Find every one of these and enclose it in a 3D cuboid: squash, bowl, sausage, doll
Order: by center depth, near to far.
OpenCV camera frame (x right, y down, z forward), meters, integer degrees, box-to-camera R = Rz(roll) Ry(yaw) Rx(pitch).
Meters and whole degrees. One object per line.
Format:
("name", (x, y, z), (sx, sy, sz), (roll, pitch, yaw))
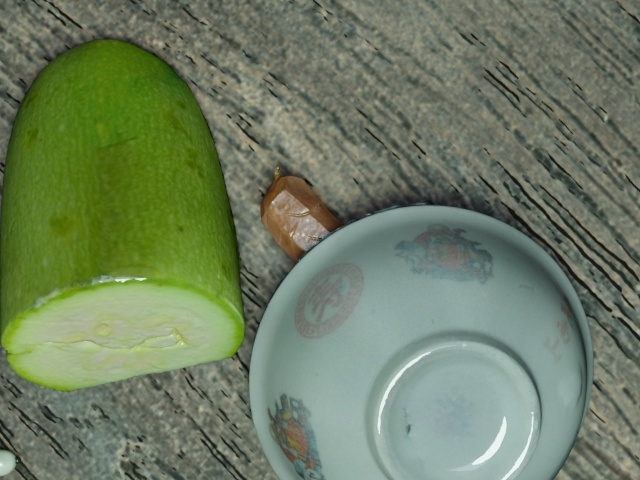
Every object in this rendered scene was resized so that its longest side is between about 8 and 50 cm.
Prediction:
("bowl", (0.108, 0.143, 0.851), (0.345, 0.157, 0.345), (-1, 97, -6))
("sausage", (-0.001, 0.001, 0.947), (0.169, 0.065, 0.065), (45, 88, 4))
("doll", (-0.344, 0.209, 0.955), (0.058, 0.040, 0.085), (-25, 89, -13))
("squash", (-0.214, -0.040, 0.960), (0.233, 0.210, 0.309), (-13, 57, 2))
